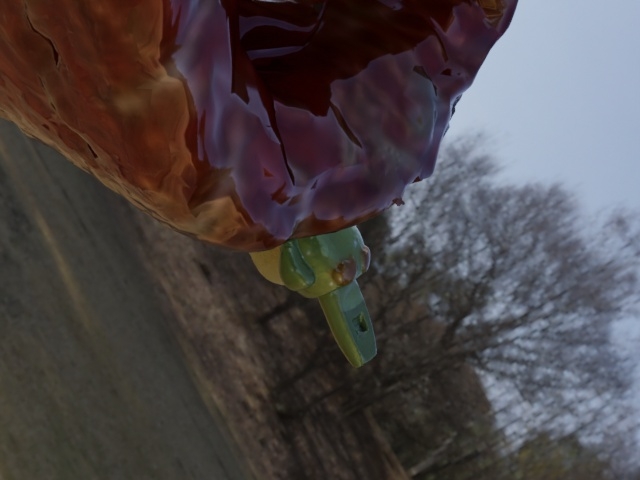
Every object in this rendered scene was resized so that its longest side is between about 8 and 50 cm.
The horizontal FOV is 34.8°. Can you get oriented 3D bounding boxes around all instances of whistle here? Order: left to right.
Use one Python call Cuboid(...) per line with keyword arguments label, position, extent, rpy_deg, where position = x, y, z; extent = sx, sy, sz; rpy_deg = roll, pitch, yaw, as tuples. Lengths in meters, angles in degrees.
Cuboid(label="whistle", position=(0.006, -0.005, 1.144), extent=(0.294, 0.141, 0.141), rpy_deg=(57, -6, -1))

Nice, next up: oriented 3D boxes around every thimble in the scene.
Cuboid(label="thimble", position=(-0.045, -0.183, 0.463), extent=(0.230, 0.350, 0.350), rpy_deg=(28, -23, 27))

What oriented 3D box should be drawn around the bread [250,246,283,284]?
Cuboid(label="bread", position=(-0.029, -0.020, 1.472), extent=(0.181, 0.039, 0.251), rpy_deg=(14, -47, 23))
